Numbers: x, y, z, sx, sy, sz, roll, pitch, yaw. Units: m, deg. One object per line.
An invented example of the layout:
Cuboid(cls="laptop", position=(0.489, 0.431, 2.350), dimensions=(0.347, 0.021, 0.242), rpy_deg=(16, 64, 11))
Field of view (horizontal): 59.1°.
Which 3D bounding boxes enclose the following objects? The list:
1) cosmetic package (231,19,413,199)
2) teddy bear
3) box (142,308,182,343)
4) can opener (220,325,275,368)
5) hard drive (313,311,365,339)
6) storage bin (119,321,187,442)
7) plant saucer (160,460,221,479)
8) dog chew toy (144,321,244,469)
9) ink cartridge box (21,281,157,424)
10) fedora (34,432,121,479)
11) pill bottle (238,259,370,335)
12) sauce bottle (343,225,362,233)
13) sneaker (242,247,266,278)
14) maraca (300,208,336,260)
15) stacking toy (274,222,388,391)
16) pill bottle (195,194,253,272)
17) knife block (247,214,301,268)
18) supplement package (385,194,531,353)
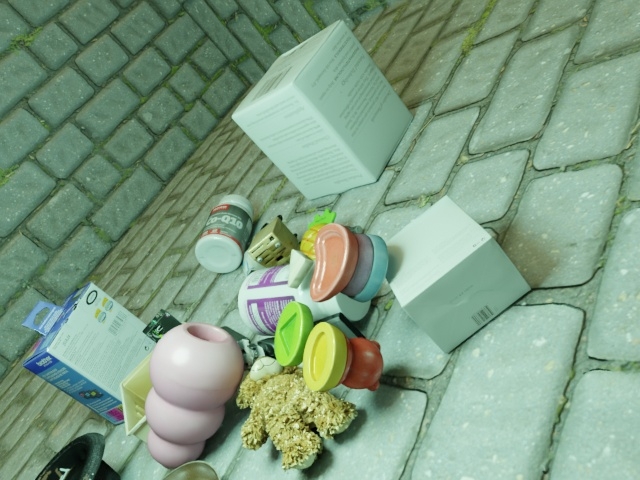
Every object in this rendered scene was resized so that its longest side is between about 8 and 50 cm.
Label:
Cuboid(cls="cosmetic package", position=(0.011, -0.393, 1.786), dimensions=(0.329, 0.393, 0.327), rpy_deg=(-10, 41, 48))
Cuboid(cls="teddy bear", position=(-0.064, 0.321, 1.131), dimensions=(0.245, 0.113, 0.338), rpy_deg=(-39, 26, 4))
Cuboid(cls="box", position=(-0.436, 0.240, 1.555), dimensions=(0.083, 0.062, 0.052), rpy_deg=(-52, 26, -19))
Cuboid(cls="can opener", position=(-0.186, 0.275, 1.442), dimensions=(0.093, 0.074, 0.280), rpy_deg=(-17, 12, -33))
Cuboid(cls="hard drive", position=(0.015, 0.207, 1.208), dimensions=(0.135, 0.094, 0.022), rpy_deg=(-25, 30, 33))
Cuboid(cls="storage bin", position=(-0.381, 0.374, 1.483), dimensions=(0.260, 0.123, 0.262), rpy_deg=(-47, 25, -6))
Cuboid(cls="plant saucer", position=(-0.295, 0.593, 1.113), dimensions=(0.311, 0.050, 0.310), rpy_deg=(-32, 27, 19))
Cuboid(cls="dog chew toy", position=(-0.296, 0.357, 1.263), dimensions=(0.206, 0.207, 0.331), rpy_deg=(36, 111, 64))
Cuboid(cls="ink cartridge box", position=(-0.666, 0.316, 1.662), dimensions=(0.151, 0.395, 0.270), rpy_deg=(-28, 29, 29))
Cuboid(cls="fedora", position=(-0.590, 0.638, 1.342), dimensions=(0.334, 0.152, 0.334), rpy_deg=(-33, 27, 19))
Cuboid(cls="pill bottle", position=(-0.037, 0.133, 1.307), dimensions=(0.302, 0.169, 0.169), rpy_deg=(-11, 40, 42))
Cuboid(cls="sauce bottle", position=(0.060, -0.020, 1.551), dimensions=(0.128, 0.042, 0.042), rpy_deg=(-15, 37, 47))
Cuboid(cls="sneaker", position=(-0.193, 0.103, 1.699), dimensions=(0.086, 0.085, 0.237), rpy_deg=(-61, 21, 27))
Cuboid(cls="maraca", position=(0.000, 0.000, 1.521), dimensions=(0.127, 0.099, 0.185), rpy_deg=(-23, 50, 37))
Cuboid(cls="stacking toy", position=(0.032, 0.134, 1.101), dimensions=(0.279, 0.130, 0.308), rpy_deg=(-13, 64, 64))
Cuboid(cls="pill bottle", position=(-0.328, -0.032, 1.983), dimensions=(0.161, 0.161, 0.283), rpy_deg=(-30, 29, 26))
Cuboid(cls="knife block", position=(-0.138, -0.012, 1.609), dimensions=(0.088, 0.276, 0.242), rpy_deg=(-40, 55, 8))
Cuboid(cls="supplement package", position=(0.236, 0.058, 1.059), dimensions=(0.194, 0.149, 0.203), rpy_deg=(-39, 26, 8))
